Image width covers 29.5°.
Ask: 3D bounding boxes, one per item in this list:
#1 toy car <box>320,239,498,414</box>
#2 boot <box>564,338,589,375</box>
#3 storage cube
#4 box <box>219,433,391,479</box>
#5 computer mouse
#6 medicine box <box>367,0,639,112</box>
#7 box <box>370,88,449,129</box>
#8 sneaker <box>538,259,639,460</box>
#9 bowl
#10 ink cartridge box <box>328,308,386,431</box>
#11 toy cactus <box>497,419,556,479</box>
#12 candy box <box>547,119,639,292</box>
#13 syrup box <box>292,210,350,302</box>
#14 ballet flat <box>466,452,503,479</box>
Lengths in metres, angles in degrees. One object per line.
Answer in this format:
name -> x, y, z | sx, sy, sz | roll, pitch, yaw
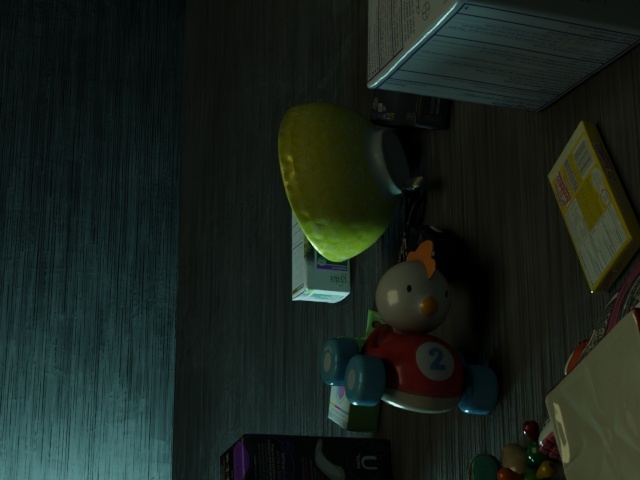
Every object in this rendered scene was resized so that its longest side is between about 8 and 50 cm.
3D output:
toy car -> 0.140, 0.119, 1.786 | 0.210, 0.219, 0.238 | -155, 73, -70
boot -> 0.337, 0.134, 1.466 | 0.085, 0.059, 0.158 | -102, 24, -52
storage cube -> 0.358, 0.194, 1.176 | 0.215, 0.193, 0.184 | 121, 148, -50
box -> -0.025, 0.433, 2.095 | 0.143, 0.270, 0.165 | 129, 142, -58
computer mouse -> 0.177, -0.014, 1.970 | 0.262, 0.060, 0.184 | -173, 84, -83
medicine box -> 0.231, -0.294, 1.567 | 0.289, 0.263, 0.149 | 145, 129, -65
box -> 0.158, -0.285, 2.091 | 0.232, 0.059, 0.183 | -160, 78, -71
sneaker -> 0.343, 0.145, 1.366 | 0.112, 0.121, 0.299 | -95, 27, -50
bowl -> 0.062, -0.121, 2.123 | 0.156, 0.289, 0.289 | -17, 62, 24
ink cartridge box -> 0.069, 0.232, 2.200 | 0.109, 0.062, 0.209 | -163, 80, -71
toy cactus -> 0.265, 0.322, 1.579 | 0.180, 0.112, 0.219 | -115, 25, -73
candy box -> 0.345, -0.045, 1.533 | 0.105, 0.027, 0.206 | 112, 156, -45
syrup box -> 0.000, 0.000, 2.415 | 0.096, 0.093, 0.237 | 140, 133, -63
ballet flat -> 0.236, 0.394, 1.695 | 0.070, 0.070, 0.188 | 146, 129, -66
